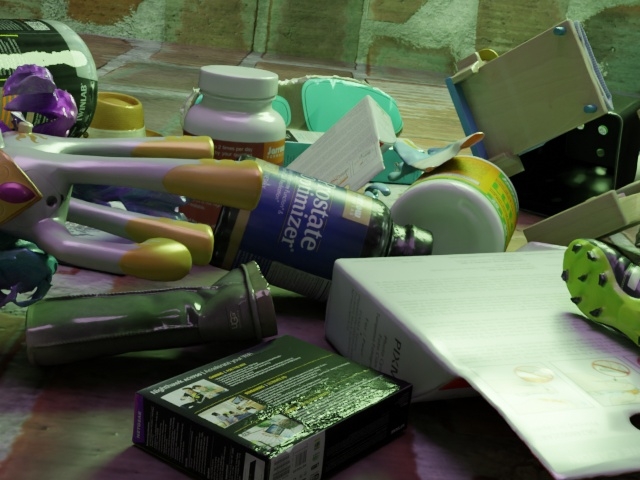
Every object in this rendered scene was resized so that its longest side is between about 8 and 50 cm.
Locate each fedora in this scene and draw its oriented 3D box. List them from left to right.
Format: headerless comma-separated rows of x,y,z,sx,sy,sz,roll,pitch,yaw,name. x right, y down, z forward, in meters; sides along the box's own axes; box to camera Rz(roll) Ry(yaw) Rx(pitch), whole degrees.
-0.364,-0.210,1.682,0.194,0.079,0.194,5,17,-2,fedora

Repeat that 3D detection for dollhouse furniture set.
0.367,-0.165,1.288,0.286,0.303,0.198,-27,-8,41,dollhouse furniture set

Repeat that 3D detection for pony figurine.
-0.268,-0.063,0.853,0.363,0.303,0.351,7,10,-20,pony figurine

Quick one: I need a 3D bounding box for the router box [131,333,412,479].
-0.033,0.131,0.749,0.133,0.046,0.179,18,20,35,router box

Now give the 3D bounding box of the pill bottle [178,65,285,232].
-0.104,-0.092,1.158,0.121,0.216,0.121,6,17,-2,pill bottle

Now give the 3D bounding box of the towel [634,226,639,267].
0.545,0.044,1.079,0.374,0.090,0.320,10,7,11,towel

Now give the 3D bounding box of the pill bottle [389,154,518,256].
0.166,-0.028,1.183,0.136,0.136,0.245,11,18,14,pill bottle

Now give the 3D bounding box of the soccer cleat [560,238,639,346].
0.268,0.053,0.820,0.072,0.060,0.179,8,22,-27,soccer cleat

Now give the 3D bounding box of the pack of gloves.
0.079,-0.085,1.212,0.195,0.046,0.232,-31,4,-7,pack of gloves

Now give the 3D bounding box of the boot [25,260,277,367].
-0.151,0.070,0.879,0.208,0.076,0.189,-12,-2,-7,boot

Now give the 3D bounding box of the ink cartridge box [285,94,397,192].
0.021,-0.073,1.253,0.056,0.181,0.225,41,20,-25,ink cartridge box

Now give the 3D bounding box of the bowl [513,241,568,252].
0.278,0.044,1.137,0.142,0.053,0.142,11,19,16,bowl

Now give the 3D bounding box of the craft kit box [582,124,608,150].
0.592,-0.220,1.724,0.246,0.061,0.250,-16,6,18,craft kit box

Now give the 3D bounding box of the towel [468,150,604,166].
0.394,-0.138,1.723,0.285,0.034,0.209,0,14,17,towel

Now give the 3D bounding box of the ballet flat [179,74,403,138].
-0.059,-0.222,1.764,0.408,0.147,0.147,0,18,-19,ballet flat

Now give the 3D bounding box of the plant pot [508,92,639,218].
0.400,-0.145,1.510,0.188,0.187,0.167,18,33,34,plant pot

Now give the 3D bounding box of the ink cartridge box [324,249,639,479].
0.214,0.114,0.840,0.308,0.091,0.385,-1,21,-22,ink cartridge box

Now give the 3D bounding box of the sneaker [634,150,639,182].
0.592,-0.130,1.731,0.148,0.131,0.350,-1,11,39,sneaker

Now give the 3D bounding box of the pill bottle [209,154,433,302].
0.000,0.000,1.027,0.219,0.123,0.123,18,16,-6,pill bottle

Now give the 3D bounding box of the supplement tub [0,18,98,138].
-0.522,-0.227,1.464,0.207,0.207,0.338,18,20,34,supplement tub

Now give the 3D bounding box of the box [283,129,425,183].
0.041,-0.139,1.631,0.244,0.060,0.100,3,17,-12,box

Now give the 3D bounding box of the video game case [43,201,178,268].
-0.272,-0.023,1.203,0.196,0.026,0.274,10,16,11,video game case
